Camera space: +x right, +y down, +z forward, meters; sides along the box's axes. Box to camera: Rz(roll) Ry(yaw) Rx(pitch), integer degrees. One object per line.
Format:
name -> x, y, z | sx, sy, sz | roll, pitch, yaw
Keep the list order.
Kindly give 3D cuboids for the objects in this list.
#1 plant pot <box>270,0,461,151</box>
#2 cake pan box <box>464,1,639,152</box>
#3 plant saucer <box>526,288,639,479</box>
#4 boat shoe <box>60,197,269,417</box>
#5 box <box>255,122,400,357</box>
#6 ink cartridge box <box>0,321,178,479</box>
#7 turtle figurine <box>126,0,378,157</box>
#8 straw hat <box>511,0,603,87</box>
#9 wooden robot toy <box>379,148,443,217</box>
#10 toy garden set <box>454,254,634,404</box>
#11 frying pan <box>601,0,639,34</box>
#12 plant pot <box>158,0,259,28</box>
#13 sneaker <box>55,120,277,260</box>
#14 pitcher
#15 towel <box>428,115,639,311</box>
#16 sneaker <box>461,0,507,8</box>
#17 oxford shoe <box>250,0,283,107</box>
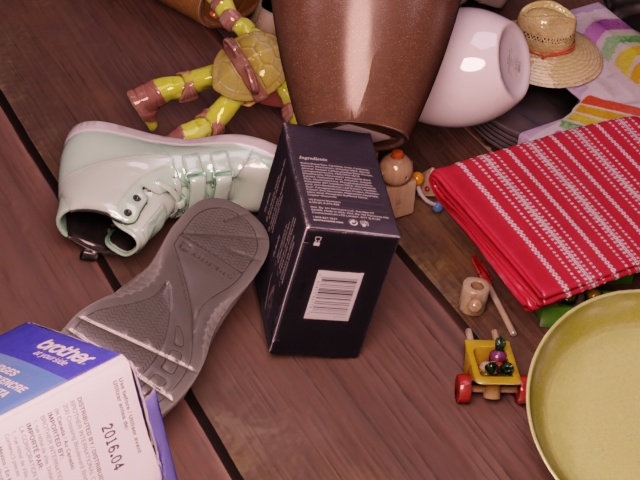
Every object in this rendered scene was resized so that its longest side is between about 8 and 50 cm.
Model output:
plant pot -> 0.042, -0.211, 1.584 | 0.215, 0.215, 0.230 | 5, 79, -3
cake pan box -> 0.284, -0.157, 1.816 | 0.266, 0.070, 0.246 | -18, 44, -25
plant saucer -> 0.296, 0.158, 1.425 | 0.241, 0.037, 0.241 | 3, 60, -6
boat shoe -> -0.157, 0.089, 1.446 | 0.118, 0.103, 0.320 | 34, 49, 1
box -> 0.000, 0.000, 1.509 | 0.093, 0.156, 0.158 | 5, 40, -16
ink cartridge box -> -0.241, 0.235, 1.099 | 0.395, 0.270, 0.151 | -25, 23, -32
turtle figurine -> -0.077, -0.157, 1.678 | 0.217, 0.087, 0.269 | -33, 83, -1
straw hat -> 0.252, -0.235, 1.804 | 0.144, 0.061, 0.144 | 4, 40, -3
wooden robot toy -> 0.063, -0.064, 1.661 | 0.173, 0.079, 0.076 | -17, 46, -27
toy garden set -> 0.222, 0.075, 1.546 | 0.203, 0.049, 0.244 | 2, 41, -7
frying pan -> 0.421, -0.304, 2.018 | 0.197, 0.053, 0.326 | 0, 34, -17
plant pot -> -0.164, -0.380, 1.910 | 0.237, 0.237, 0.254 | -25, 64, -32
sneaker -> -0.136, -0.030, 1.586 | 0.255, 0.094, 0.151 | 7, 46, -2
pitcher -> 0.114, -0.207, 1.718 | 0.207, 0.178, 0.125 | -2, -5, 32
towel -> 0.266, -0.033, 1.611 | 0.274, 0.031, 0.199 | -16, 51, -28
sneaker -> 0.157, -0.361, 1.870 | 0.131, 0.148, 0.350 | 25, 15, 15
oxford shoe -> 0.011, -0.292, 1.880 | 0.123, 0.130, 0.348 | 17, 41, 10
